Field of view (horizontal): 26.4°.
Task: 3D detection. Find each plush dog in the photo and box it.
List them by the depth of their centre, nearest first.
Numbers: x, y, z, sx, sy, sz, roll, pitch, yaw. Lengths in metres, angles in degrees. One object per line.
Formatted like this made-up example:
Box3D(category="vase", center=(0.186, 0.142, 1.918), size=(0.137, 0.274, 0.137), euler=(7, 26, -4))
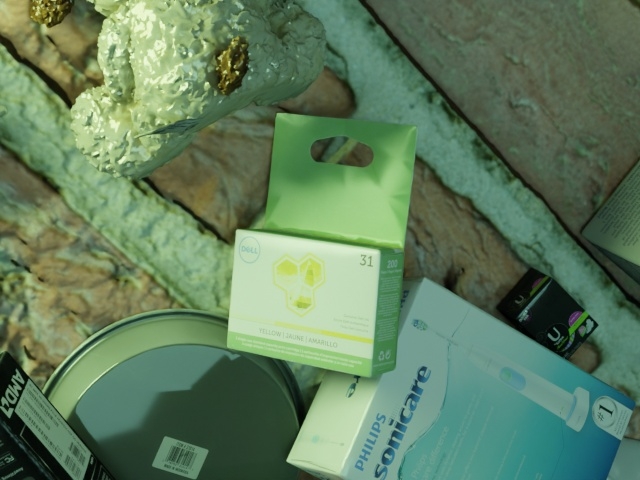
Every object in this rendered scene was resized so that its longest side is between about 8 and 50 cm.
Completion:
Box3D(category="plush dog", center=(-0.136, -0.212, 1.230), size=(0.262, 0.210, 0.225), euler=(-30, 84, -11))

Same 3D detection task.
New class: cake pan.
Box3D(category="cake pan", center=(-0.147, 0.216, 1.385), size=(0.293, 0.054, 0.293), euler=(-4, 104, -17))

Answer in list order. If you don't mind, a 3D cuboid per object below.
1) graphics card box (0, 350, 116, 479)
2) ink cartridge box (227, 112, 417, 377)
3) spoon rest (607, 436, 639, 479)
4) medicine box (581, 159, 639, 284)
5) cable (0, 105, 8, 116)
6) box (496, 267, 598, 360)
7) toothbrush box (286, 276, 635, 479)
Box3D(category="graphics card box", center=(-0.285, 0.307, 1.301), size=(0.233, 0.094, 0.371), euler=(-29, 113, 17))
Box3D(category="ink cartridge box", center=(0.000, 0.000, 1.309), size=(0.056, 0.171, 0.235), euler=(-6, 102, -56))
Box3D(category="spoon rest", center=(0.357, 0.276, 1.559), size=(0.277, 0.084, 0.137), euler=(-6, 104, -3))
Box3D(category="medicine box", center=(0.462, 0.044, 1.411), size=(0.263, 0.289, 0.149), euler=(38, 90, -22))
Box3D(category="cable", center=(-0.420, -0.076, 1.242), size=(0.287, 0.072, 0.139), euler=(-26, 127, 2))
Box3D(category="box", center=(0.245, 0.082, 1.479), size=(0.083, 0.052, 0.062), euler=(44, 86, -21))
Box3D(category="toothbrush box", center=(0.148, 0.197, 1.408), size=(0.296, 0.126, 0.216), euler=(30, 75, -23))
